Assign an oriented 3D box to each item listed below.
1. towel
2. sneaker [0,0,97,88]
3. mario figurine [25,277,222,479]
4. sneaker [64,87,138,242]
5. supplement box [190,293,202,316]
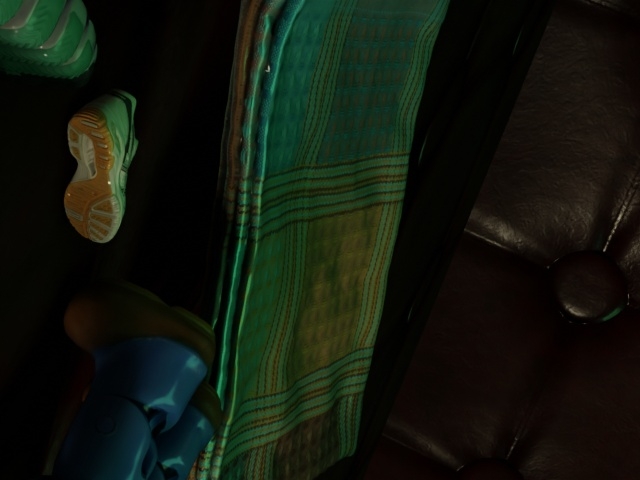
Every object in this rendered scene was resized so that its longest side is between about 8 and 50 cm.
[{"bbox_3d":[0.000,0.000,0.909,0.271,0.040,0.370,-19,121,-64],"label":"towel"},{"bbox_3d":[-0.101,-0.107,0.373,0.224,0.083,0.098,59,45,-82],"label":"sneaker"},{"bbox_3d":[-0.164,0.168,0.678,0.198,0.170,0.321,51,42,-30],"label":"mario figurine"},{"bbox_3d":[-0.100,-0.035,0.662,0.037,0.032,0.083,-55,166,-44],"label":"sneaker"},{"bbox_3d":[-0.065,0.117,1.044,0.104,0.080,0.188,-59,167,-33],"label":"supplement box"}]
